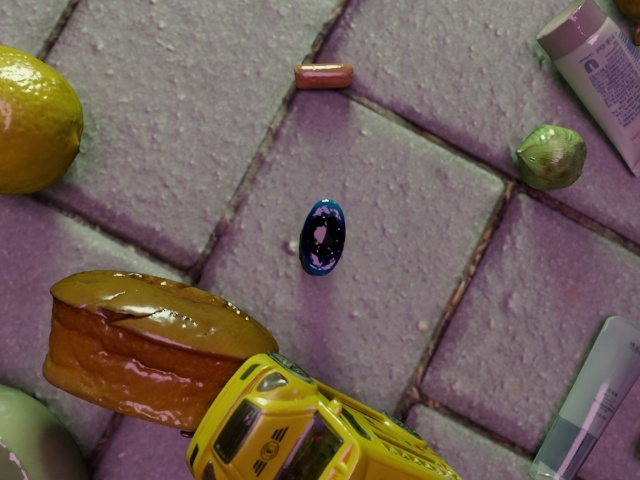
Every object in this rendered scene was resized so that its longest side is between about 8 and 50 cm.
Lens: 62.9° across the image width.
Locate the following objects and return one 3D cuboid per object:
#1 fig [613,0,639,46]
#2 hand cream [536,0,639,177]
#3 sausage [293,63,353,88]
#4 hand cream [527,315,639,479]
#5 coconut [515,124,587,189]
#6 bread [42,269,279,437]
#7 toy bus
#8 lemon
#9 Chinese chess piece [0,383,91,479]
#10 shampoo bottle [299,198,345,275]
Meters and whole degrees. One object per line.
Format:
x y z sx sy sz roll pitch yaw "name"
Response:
0.443 -0.366 0.728 0.118 0.119 0.153 14 96 -2 "fig"
0.417 -0.225 0.738 0.133 0.083 0.248 -44 100 -4 "hand cream"
0.005 -0.230 0.731 0.083 0.034 0.034 -3 86 -4 "sausage"
0.369 0.224 0.710 0.079 0.048 0.255 35 82 -5 "hand cream"
0.312 -0.114 0.715 0.095 0.088 0.088 3 85 -8 "coconut"
-0.184 0.119 0.617 0.269 0.195 0.143 16 92 -2 "bread"
0.023 0.254 0.574 0.330 0.152 0.144 37 84 -37 "toy bus"
-0.392 -0.146 0.634 0.202 0.178 0.179 18 85 -3 "lemon"
-0.449 0.337 0.609 0.348 0.146 0.350 0 86 -2 "Chinese chess piece"
0.000 0.000 0.638 0.050 0.183 0.087 9 86 -4 "shampoo bottle"
